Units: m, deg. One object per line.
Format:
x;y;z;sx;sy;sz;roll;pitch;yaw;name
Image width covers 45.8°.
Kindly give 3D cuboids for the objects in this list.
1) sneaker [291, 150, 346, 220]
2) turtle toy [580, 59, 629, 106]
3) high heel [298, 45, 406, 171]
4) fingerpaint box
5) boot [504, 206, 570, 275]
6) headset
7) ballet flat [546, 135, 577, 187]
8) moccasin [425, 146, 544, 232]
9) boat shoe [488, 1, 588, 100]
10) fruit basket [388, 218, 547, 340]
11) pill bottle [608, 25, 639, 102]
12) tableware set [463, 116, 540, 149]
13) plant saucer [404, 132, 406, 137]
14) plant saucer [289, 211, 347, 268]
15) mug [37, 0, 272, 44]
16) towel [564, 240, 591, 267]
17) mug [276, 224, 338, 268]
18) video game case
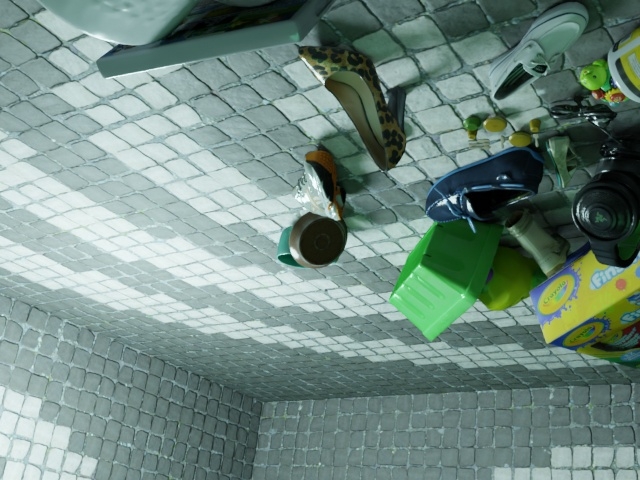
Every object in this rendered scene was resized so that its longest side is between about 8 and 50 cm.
-0.021;-0.126;1.807;0.121;0.099;0.262;5;154;15;sneaker
0.518;-0.284;1.355;0.130;0.066;0.095;19;152;-23;turtle toy
0.060;-0.247;1.414;0.261;0.186;0.093;23;151;-29;high heel
0.800;0.117;1.808;0.371;0.163;0.445;18;135;-32;fingerpaint box
0.538;-0.013;1.889;0.165;0.213;0.077;47;116;0;boot
0.579;-0.119;1.535;0.185;0.243;0.394;13;147;37;headset
0.524;-0.166;1.620;0.052;0.057;0.168;-14;149;20;ballet flat
0.354;-0.103;1.722;0.137;0.117;0.342;19;152;-23;moccasin
0.379;-0.316;1.314;0.083;0.076;0.226;15;154;-17;boat shoe
0.415;0.116;2.036;0.391;0.283;0.392;21;153;11;fruit basket
0.578;-0.317;1.208;0.119;0.119;0.208;19;153;-23;pill bottle
0.376;-0.229;1.567;0.154;0.024;0.104;0;151;18;tableware set
0.144;-0.226;1.640;0.083;0.013;0.083;5;154;3;plant saucer
0.000;0.000;1.998;0.168;0.169;0.029;22;-170;-28;plant saucer
-0.178;-0.438;0.978;0.374;0.276;0.328;25;142;-28;mug
0.790;0.028;1.875;0.335;0.040;0.243;14;134;-29;towel
-0.039;0.016;2.095;0.157;0.098;0.129;20;158;-32;mug
-0.135;-0.343;1.165;0.328;0.300;0.036;-4;123;23;video game case
